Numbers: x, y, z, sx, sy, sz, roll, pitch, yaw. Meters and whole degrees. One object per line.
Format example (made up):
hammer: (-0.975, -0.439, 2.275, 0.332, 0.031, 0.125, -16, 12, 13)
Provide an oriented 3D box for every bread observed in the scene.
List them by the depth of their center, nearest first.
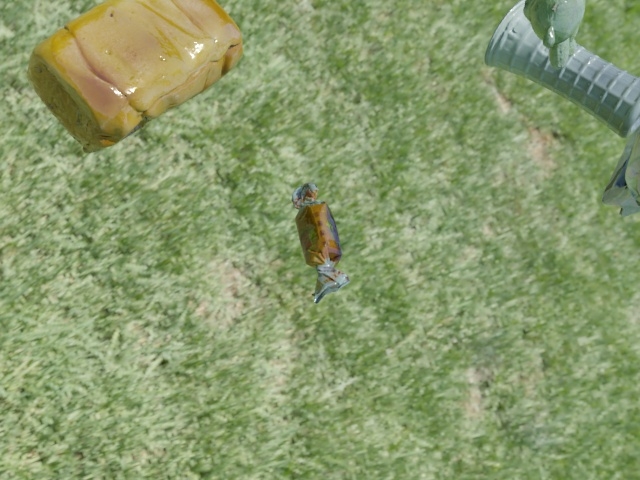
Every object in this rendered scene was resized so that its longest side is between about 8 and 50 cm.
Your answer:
bread: (-0.245, -0.248, 1.232, 0.167, 0.132, 0.294, 44, 51, 5)

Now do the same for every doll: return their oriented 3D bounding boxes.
doll: (0.300, -0.277, 1.139, 0.150, 0.077, 0.115, 13, 93, -67)

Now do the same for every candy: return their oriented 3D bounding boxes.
candy: (0.000, 0.000, 1.134, 0.046, 0.053, 0.182, 20, 44, -37)

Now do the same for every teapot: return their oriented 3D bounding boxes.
teapot: (0.531, -0.122, 1.291, 0.163, 0.221, 0.178, 23, 66, 7)

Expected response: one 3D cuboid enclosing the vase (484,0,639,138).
vase: (0.463, -0.310, 1.637, 0.299, 0.143, 0.143, 36, 38, 19)
